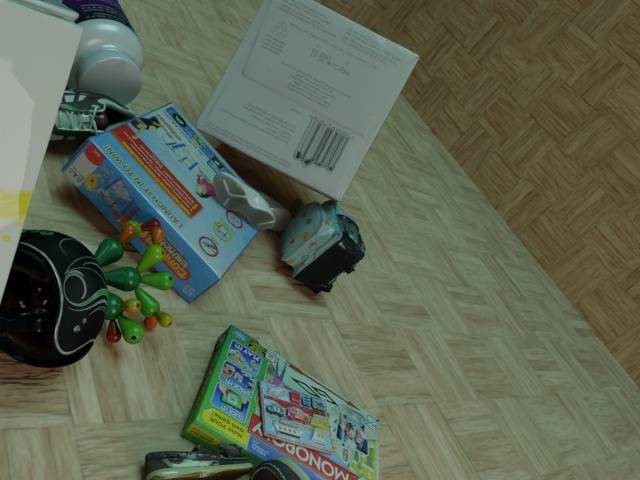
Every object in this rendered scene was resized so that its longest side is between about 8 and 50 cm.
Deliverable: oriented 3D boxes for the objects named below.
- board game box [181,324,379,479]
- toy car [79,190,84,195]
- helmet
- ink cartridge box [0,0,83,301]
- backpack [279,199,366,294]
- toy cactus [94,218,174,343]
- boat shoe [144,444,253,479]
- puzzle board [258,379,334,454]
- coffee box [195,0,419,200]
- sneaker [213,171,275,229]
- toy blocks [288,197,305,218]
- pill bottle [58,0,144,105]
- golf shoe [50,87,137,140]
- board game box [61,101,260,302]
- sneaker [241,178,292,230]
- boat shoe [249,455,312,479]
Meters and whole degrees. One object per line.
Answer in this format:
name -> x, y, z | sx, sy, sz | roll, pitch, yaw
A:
board game box -> -0.043, 0.290, 0.945 | 0.317, 0.046, 0.213 | 35, 26, -13
toy car -> -0.374, -0.076, 1.066 | 0.122, 0.041, 0.060 | 34, 37, -38
helmet -> -0.337, 0.072, 0.729 | 0.169, 0.169, 0.161 | 44, -4, 4
ink cartridge box -> -0.398, -0.078, 0.560 | 0.161, 0.384, 0.279 | 7, 22, -49
backpack -> 0.000, 0.000, 1.311 | 0.144, 0.166, 0.188 | 40, 22, -17
toy cactus -> -0.309, 0.056, 0.891 | 0.181, 0.112, 0.218 | 3, 61, -20
boat shoe -> -0.154, 0.288, 0.783 | 0.152, 0.056, 0.049 | 14, 42, -43
puzzle board -> -0.036, 0.268, 0.924 | 0.128, 0.011, 0.096 | 26, 30, -29
coffee box -> -0.026, -0.308, 1.375 | 0.338, 0.338, 0.334 | 28, 3, -1
sneaker -> -0.148, -0.081, 1.147 | 0.152, 0.054, 0.061 | 43, 20, -37
toy blocks -> 0.002, -0.033, 1.488 | 0.148, 0.054, 0.123 | 23, 33, -34
pill bottle -> -0.486, -0.426, 1.273 | 0.182, 0.181, 0.322 | 8, 41, -49
golf shoe -> -0.445, -0.224, 1.064 | 0.120, 0.105, 0.273 | 12, 20, 20
board game box -> -0.259, -0.084, 1.118 | 0.308, 0.086, 0.302 | 49, 25, -9
sneaker -> -0.164, -0.093, 1.349 | 0.212, 0.080, 0.094 | 31, 16, -35
boat shoe -> -0.033, 0.400, 0.731 | 0.092, 0.103, 0.285 | 19, 40, -47
